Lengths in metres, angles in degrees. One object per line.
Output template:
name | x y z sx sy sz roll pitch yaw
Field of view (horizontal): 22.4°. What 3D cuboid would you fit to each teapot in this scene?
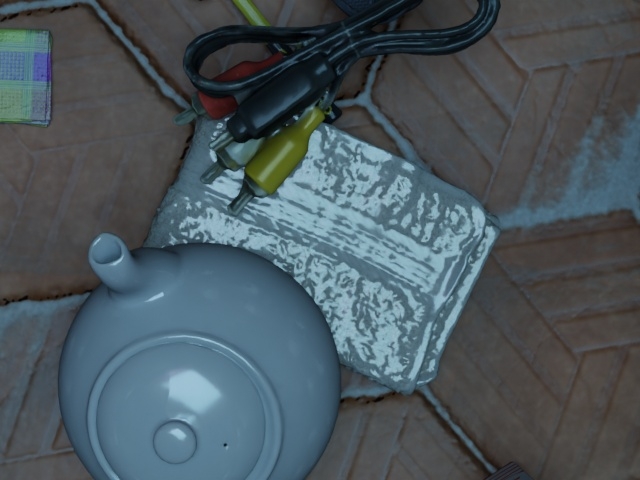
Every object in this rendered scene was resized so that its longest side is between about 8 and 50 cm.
teapot | -0.101 0.136 1.304 0.256 0.187 0.252 25 106 -5

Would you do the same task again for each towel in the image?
towel | -0.261 -0.140 1.393 0.060 0.009 0.083 1 91 -4
towel | 0.000 0.000 1.398 0.282 0.049 0.187 24 89 -4

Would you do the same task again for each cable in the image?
cable | 0.005 -0.150 1.334 0.287 0.072 0.139 -33 77 1

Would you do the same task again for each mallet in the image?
mallet | -0.039 -0.185 1.397 0.189 0.039 0.062 44 92 -8

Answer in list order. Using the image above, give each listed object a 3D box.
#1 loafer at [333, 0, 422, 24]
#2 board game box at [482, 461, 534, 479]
loafer | -0.007 -0.319 1.378 0.109 0.095 0.302 -32 90 28
board game box | 0.210 0.290 1.375 0.045 0.147 0.193 -33 95 -2
